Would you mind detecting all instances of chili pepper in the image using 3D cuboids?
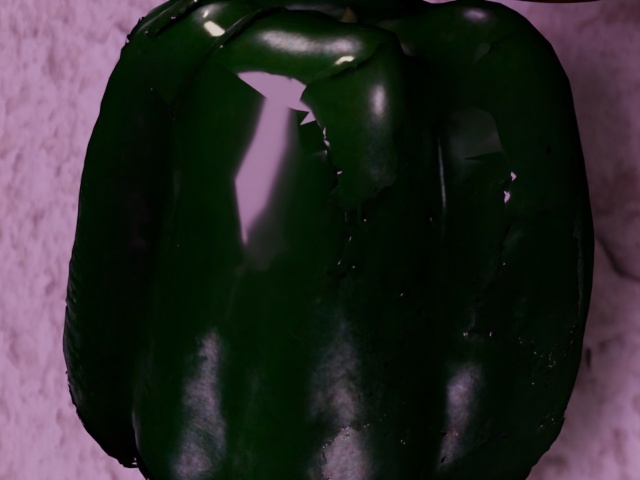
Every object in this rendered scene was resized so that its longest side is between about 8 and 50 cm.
[{"bbox_3d":[0.000,0.000,0.854,0.248,0.233,0.256,19,120,31],"label":"chili pepper"}]

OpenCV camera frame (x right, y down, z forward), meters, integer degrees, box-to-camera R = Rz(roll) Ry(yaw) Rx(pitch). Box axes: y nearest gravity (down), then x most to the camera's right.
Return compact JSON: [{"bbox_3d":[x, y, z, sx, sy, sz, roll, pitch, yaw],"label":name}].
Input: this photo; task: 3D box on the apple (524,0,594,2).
[{"bbox_3d":[0.107,-0.216,0.778,0.253,0.253,0.253,-3,85,41],"label":"apple"}]
